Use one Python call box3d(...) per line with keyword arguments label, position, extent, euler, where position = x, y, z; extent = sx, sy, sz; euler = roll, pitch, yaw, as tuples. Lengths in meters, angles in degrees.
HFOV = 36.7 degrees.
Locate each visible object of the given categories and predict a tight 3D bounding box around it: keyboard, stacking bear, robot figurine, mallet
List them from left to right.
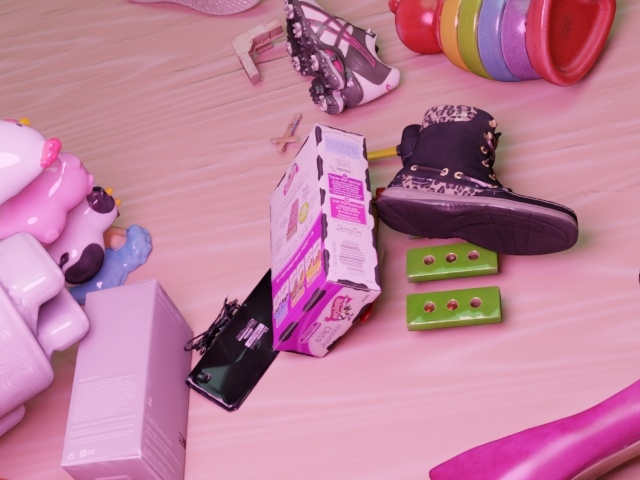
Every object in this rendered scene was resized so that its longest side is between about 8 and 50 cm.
box3d(label="robot figurine", position=(-0.437, 0.132, 1.051), extent=(0.353, 0.300, 0.200), euler=(-33, 38, -17))
box3d(label="keyboard", position=(-0.092, 0.117, 1.199), extent=(0.100, 0.038, 0.192), euler=(32, 64, 12))
box3d(label="mallet", position=(0.060, -0.121, 1.333), extent=(0.190, 0.039, 0.062), euler=(-4, 50, 23))
box3d(label="stacking bear", position=(0.229, -0.308, 1.346), extent=(0.289, 0.175, 0.164), euler=(17, 87, 42))

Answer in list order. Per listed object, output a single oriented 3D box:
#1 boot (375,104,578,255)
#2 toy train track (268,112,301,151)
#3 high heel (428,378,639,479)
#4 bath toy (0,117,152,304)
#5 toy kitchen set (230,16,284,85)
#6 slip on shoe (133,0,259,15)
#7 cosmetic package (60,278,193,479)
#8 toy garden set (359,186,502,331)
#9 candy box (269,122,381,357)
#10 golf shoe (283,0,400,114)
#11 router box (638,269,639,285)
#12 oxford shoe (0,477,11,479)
box3d(label="boot", position=(0.201, -0.080, 1.150), extent=(0.236, 0.085, 0.178), euler=(9, 53, 23))
box3d(label="toy train track", position=(-0.045, -0.155, 1.414), extent=(0.048, 0.014, 0.083), euler=(-1, 45, 29))
box3d(label="high heel", position=(0.279, 0.145, 0.955), extent=(0.181, 0.127, 0.377), euler=(33, 72, 26))
box3d(label="bath toy", position=(-0.328, -0.046, 1.204), extent=(0.129, 0.348, 0.151), euler=(-17, 63, 6))
box3d(label="toy kitchen set", position=(-0.086, -0.293, 1.529), extent=(0.083, 0.068, 0.075), euler=(-27, 75, -2))
box3d(label="slip on shoe", position=(-0.226, -0.468, 1.679), extent=(0.331, 0.123, 0.101), euler=(15, 54, 36))
box3d(label="cosmetic package", position=(-0.219, 0.177, 1.125), extent=(0.107, 0.127, 0.238), euler=(-10, 51, 13))
box3d(label="toy garden set", position=(0.116, 0.014, 1.190), extent=(0.204, 0.049, 0.244), euler=(-6, 51, 13))
box3d(label="candy box", position=(0.000, 0.000, 1.156), extent=(0.071, 0.159, 0.233), euler=(12, 52, -21))
box3d(label="golf shoe", position=(0.020, -0.291, 1.462), extent=(0.120, 0.105, 0.273), euler=(-13, 50, -15))
box3d(label="router box", position=(0.427, 0.023, 1.069), extent=(0.092, 0.038, 0.122), euler=(31, 68, 38))
box3d(label="oxford shoe", position=(-0.302, 0.338, 1.026), extent=(0.364, 0.130, 0.132), euler=(7, 74, 38))
